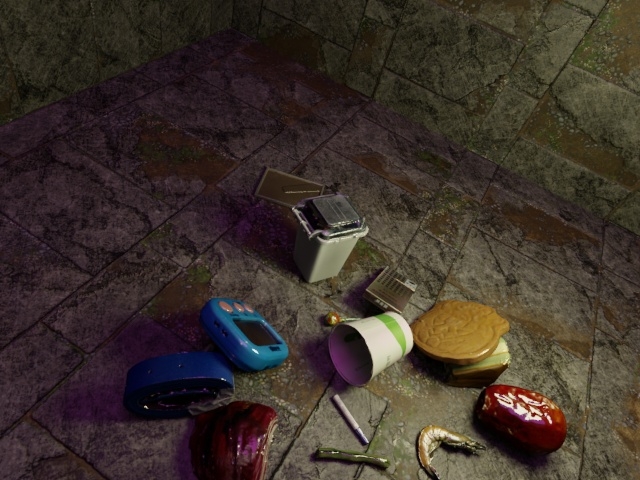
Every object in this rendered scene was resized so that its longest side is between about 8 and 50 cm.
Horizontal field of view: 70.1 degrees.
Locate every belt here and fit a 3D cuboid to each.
[{"bbox_3d":[-0.459,0.478,1.503,0.346,0.212,0.117,-5,38,-11],"label":"belt"}]

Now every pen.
[{"bbox_3d":[0.111,0.654,1.672,0.025,0.025,0.204,-21,59,-32],"label":"pen"},{"bbox_3d":[-0.457,0.453,1.669,0.026,0.026,0.218,31,47,10],"label":"pen"}]

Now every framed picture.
[{"bbox_3d":[-0.158,-0.264,2.417,0.335,0.022,0.247,17,46,-2],"label":"framed picture"}]

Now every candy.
[{"bbox_3d":[0.110,0.336,1.949,0.201,0.060,0.060,5,47,-23],"label":"candy"}]

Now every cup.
[{"bbox_3d":[0.207,0.406,1.789,0.274,0.253,0.253,-14,54,-36],"label":"cup"}]

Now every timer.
[{"bbox_3d":[-0.276,0.342,1.655,0.309,0.340,0.115,41,94,20],"label":"timer"}]

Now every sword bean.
[{"bbox_3d":[0.114,0.749,1.578,0.269,0.038,0.043,13,41,-8],"label":"sword bean"}]

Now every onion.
[{"bbox_3d":[-0.287,0.649,1.468,0.280,0.146,0.314,11,51,-2],"label":"onion"}]

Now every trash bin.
[{"bbox_3d":[0.000,0.000,1.991,0.296,0.368,0.256,-14,53,-31],"label":"trash bin"}]

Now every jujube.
[{"bbox_3d":[0.767,0.678,1.747,0.318,0.223,0.223,22,46,7],"label":"jujube"}]

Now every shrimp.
[{"bbox_3d":[0.478,0.790,1.660,0.261,0.051,0.198,14,53,-1],"label":"shrimp"}]

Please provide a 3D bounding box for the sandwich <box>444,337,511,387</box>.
[{"bbox_3d":[0.615,0.482,1.852,0.198,0.227,0.155,9,46,-11],"label":"sandwich"}]

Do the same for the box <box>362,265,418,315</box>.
[{"bbox_3d":[0.319,0.224,2.039,0.180,0.047,0.325,33,27,13],"label":"box"}]

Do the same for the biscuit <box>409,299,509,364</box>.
[{"bbox_3d":[0.565,0.365,1.894,0.365,0.062,0.385,-31,24,-29],"label":"biscuit"}]
